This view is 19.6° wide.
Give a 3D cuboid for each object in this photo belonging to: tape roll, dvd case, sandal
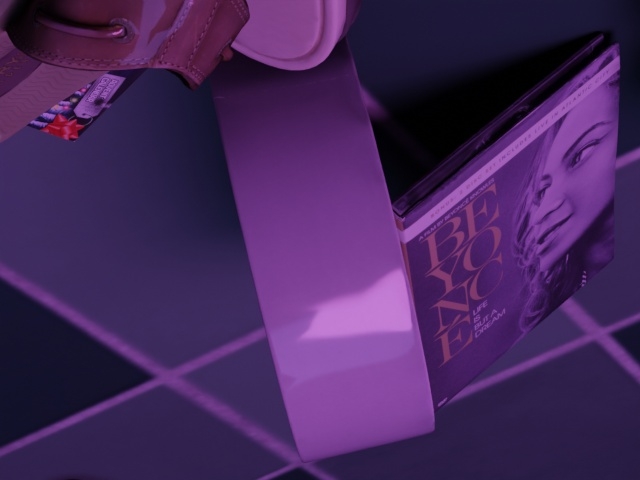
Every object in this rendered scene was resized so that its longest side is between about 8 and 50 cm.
[{"bbox_3d":[0.000,0.000,0.953,0.072,0.219,0.219,-13,146,-1],"label":"tape roll"},{"bbox_3d":[0.113,-0.003,1.087,0.164,0.018,0.221,-39,149,-17],"label":"dvd case"},{"bbox_3d":[-0.078,-0.091,0.752,0.120,0.086,0.303,1,154,-43],"label":"sandal"}]

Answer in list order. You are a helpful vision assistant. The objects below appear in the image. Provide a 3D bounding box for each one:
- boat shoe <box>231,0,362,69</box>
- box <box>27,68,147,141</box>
[{"bbox_3d":[-0.008,-0.217,0.768,0.112,0.095,0.335,21,143,13],"label":"boat shoe"},{"bbox_3d":[-0.125,-0.109,0.927,0.094,0.027,0.137,18,136,-37],"label":"box"}]
